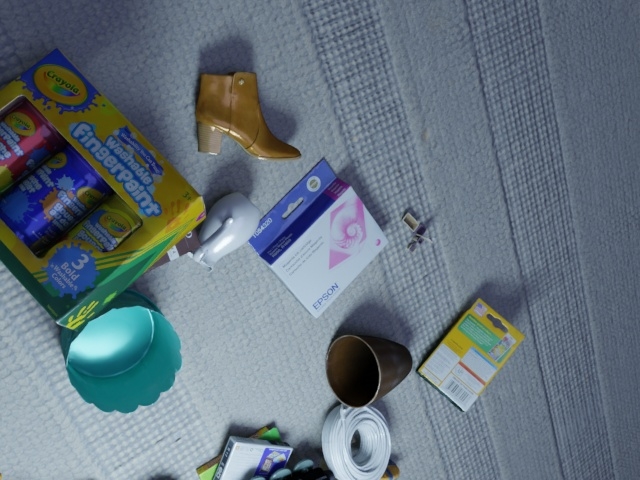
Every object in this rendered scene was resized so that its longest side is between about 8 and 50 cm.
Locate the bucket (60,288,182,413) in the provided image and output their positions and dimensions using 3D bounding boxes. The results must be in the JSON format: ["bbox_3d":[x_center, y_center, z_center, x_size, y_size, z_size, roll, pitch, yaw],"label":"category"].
[{"bbox_3d":[-0.489,0.257,1.667,0.281,0.183,0.282,-10,110,-29],"label":"bucket"}]

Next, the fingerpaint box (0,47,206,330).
[{"bbox_3d":[-0.522,-0.105,1.416,0.371,0.163,0.445,-43,84,-13],"label":"fingerpaint box"}]

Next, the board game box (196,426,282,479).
[{"bbox_3d":[-0.228,0.657,2.030,0.259,0.039,0.124,-26,118,-19],"label":"board game box"}]

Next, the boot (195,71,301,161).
[{"bbox_3d":[-0.169,-0.314,1.737,0.294,0.104,0.212,3,103,-27],"label":"boot"}]

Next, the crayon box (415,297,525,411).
[{"bbox_3d":[0.498,0.380,2.292,0.203,0.083,0.323,41,81,9],"label":"crayon box"}]

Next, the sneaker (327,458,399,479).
[{"bbox_3d":[0.120,0.788,2.254,0.296,0.112,0.131,1,121,-30],"label":"sneaker"}]

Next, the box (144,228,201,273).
[{"bbox_3d":[-0.423,-0.035,1.627,0.203,0.167,0.169,-27,116,-22],"label":"box"}]

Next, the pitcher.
[{"bbox_3d":[-0.246,-0.023,1.736,0.125,0.178,0.207,41,83,-4],"label":"pitcher"}]

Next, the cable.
[{"bbox_3d":[0.112,0.631,2.141,0.257,0.089,0.257,30,62,-37],"label":"cable"}]

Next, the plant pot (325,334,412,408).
[{"bbox_3d":[0.170,0.383,2.107,0.230,0.215,0.216,-2,106,-46],"label":"plant pot"}]

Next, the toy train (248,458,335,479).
[{"bbox_3d":[-0.105,0.764,1.994,0.333,0.142,0.190,-6,121,-38],"label":"toy train"}]

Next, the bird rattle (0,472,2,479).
[{"bbox_3d":[-0.870,0.595,1.604,0.253,0.143,0.207,37,72,-20],"label":"bird rattle"}]

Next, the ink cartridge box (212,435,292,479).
[{"bbox_3d":[-0.206,0.679,2.002,0.206,0.045,0.208,19,94,-36],"label":"ink cartridge box"}]

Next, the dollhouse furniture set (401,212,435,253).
[{"bbox_3d":[0.292,-0.020,2.113,0.114,0.081,0.091,42,81,-33],"label":"dollhouse furniture set"}]

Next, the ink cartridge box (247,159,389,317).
[{"bbox_3d":[0.000,0.000,1.954,0.324,0.071,0.330,-46,123,-11],"label":"ink cartridge box"}]

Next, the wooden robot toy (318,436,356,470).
[{"bbox_3d":[0.031,0.673,2.182,0.076,0.079,0.173,51,48,0],"label":"wooden robot toy"}]
